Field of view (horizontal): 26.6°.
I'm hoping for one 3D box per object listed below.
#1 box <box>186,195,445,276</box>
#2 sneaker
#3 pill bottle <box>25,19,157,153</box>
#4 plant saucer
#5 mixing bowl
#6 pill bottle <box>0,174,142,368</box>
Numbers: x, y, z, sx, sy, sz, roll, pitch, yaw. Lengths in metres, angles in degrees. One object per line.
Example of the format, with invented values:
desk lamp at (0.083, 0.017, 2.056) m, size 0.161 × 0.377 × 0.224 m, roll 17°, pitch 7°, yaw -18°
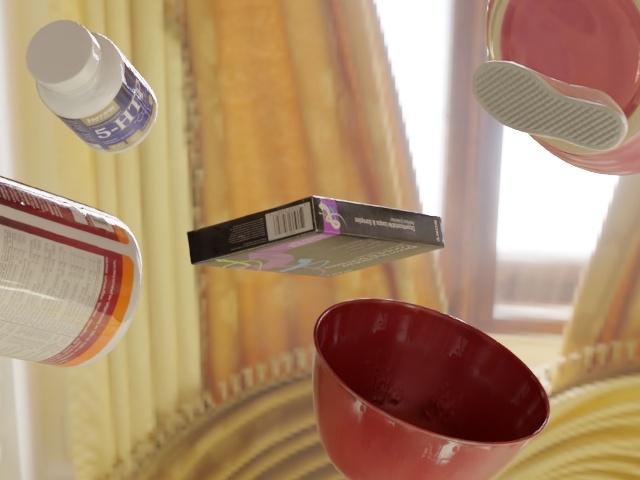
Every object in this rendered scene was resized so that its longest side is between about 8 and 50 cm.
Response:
box at (0.000, 0.000, 0.983) m, size 0.116 × 0.029 × 0.162 m, roll -15°, pitch 168°, yaw 36°
sneaker at (0.193, -0.110, 1.122) m, size 0.134 × 0.051 × 0.070 m, roll 24°, pitch -164°, yaw 18°
pill bottle at (-0.280, -0.188, 1.641) m, size 0.112 × 0.112 × 0.186 m, roll 7°, pitch 164°, yaw 17°
plant saucer at (0.321, -0.232, 1.605) m, size 0.332 × 0.332 × 0.084 m, roll 18°, pitch -150°, yaw 40°
mixing bowl at (0.066, 0.131, 0.995) m, size 0.181 × 0.098 × 0.181 m, roll 17°, pitch -154°, yaw -8°
pill bottle at (-0.236, 0.013, 0.915) m, size 0.121 × 0.121 × 0.221 m, roll 18°, pitch 178°, yaw 40°
